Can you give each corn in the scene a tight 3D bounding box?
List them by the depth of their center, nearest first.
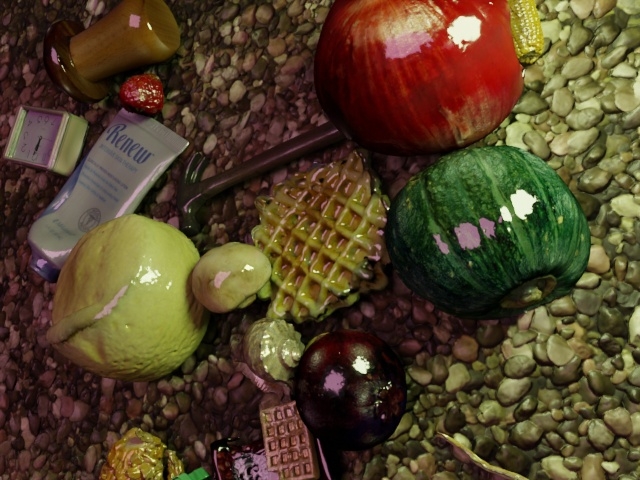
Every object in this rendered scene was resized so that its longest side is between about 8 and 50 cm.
[{"bbox_3d":[0.321,-0.387,1.281,0.068,0.068,0.208,-16,71,27],"label":"corn"}]

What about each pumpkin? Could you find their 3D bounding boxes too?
[{"bbox_3d":[0.232,-0.024,1.172,0.292,0.197,0.264,-26,63,21],"label":"pumpkin"}]

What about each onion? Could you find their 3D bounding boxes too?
[{"bbox_3d":[0.141,-0.280,1.221,0.341,0.341,0.342,-8,74,30],"label":"onion"}]

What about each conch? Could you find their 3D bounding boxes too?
[{"bbox_3d":[-0.095,0.213,1.349,0.207,0.130,0.156,-14,86,47],"label":"conch"}]

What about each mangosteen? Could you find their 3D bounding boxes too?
[{"bbox_3d":[0.035,0.230,1.243,0.230,0.194,0.194,13,84,57],"label":"mangosteen"}]

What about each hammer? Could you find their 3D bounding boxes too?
[{"bbox_3d":[-0.096,-0.150,1.483,0.439,0.044,0.169,-20,59,24],"label":"hammer"}]

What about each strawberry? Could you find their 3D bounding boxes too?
[{"bbox_3d":[-0.383,-0.316,1.674,0.106,0.106,0.106,-8,74,30],"label":"strawberry"}]

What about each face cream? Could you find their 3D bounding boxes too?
[{"bbox_3d":[-0.478,-0.089,1.686,0.234,0.137,0.420,33,84,34],"label":"face cream"}]

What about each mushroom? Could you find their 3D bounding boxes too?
[{"bbox_3d":[0.291,0.355,1.147,0.286,0.028,0.026,30,137,34],"label":"mushroom"},{"bbox_3d":[-0.158,0.065,1.381,0.147,0.148,0.112,2,123,32],"label":"mushroom"}]

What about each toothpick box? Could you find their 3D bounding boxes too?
[{"bbox_3d":[-0.465,-0.422,1.702,0.294,0.192,0.192,-18,69,21],"label":"toothpick box"}]

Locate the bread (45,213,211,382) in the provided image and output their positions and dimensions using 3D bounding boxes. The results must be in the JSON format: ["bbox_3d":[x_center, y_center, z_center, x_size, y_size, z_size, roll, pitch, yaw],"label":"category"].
[{"bbox_3d":[-0.361,0.115,1.482,0.320,0.237,0.321,-19,54,28],"label":"bread"}]

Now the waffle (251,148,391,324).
[{"bbox_3d":[0.000,0.000,1.380,0.317,0.073,0.298,-25,61,32],"label":"waffle"}]

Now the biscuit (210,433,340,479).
[{"bbox_3d":[-0.079,0.392,1.331,0.235,0.063,0.151,-21,67,16],"label":"biscuit"}]

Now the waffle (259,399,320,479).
[{"bbox_3d":[-0.053,0.338,1.291,0.092,0.021,0.135,-18,64,16],"label":"waffle"}]

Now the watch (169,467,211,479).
[{"bbox_3d":[-0.231,0.503,1.344,0.152,0.131,0.165,52,135,25],"label":"watch"}]

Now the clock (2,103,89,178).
[{"bbox_3d":[-0.648,-0.234,1.830,0.191,0.071,0.147,14,86,33],"label":"clock"}]

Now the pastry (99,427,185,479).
[{"bbox_3d":[-0.348,0.473,1.453,0.154,0.102,0.250,20,88,32],"label":"pastry"}]
